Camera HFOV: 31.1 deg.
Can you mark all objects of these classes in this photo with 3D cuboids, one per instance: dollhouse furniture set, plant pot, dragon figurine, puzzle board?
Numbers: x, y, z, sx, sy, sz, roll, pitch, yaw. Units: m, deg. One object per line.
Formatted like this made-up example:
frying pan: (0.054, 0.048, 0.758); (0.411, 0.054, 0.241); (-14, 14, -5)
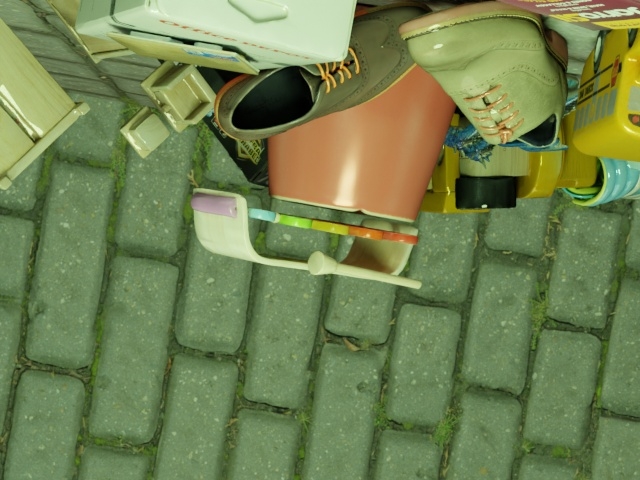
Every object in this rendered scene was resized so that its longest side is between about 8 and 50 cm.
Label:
dollhouse furniture set: (-0.357, -0.163, 1.368); (0.303, 0.355, 0.173); (53, 159, -24)
plant pot: (0.048, -0.157, 1.483); (0.274, 0.243, 0.275); (9, -179, 0)
dragon figurine: (0.293, -0.166, 1.589); (0.289, 0.144, 0.085); (10, -179, 42)
puzzle board: (-0.130, -0.183, 1.113); (0.128, 0.011, 0.096); (10, 179, 10)

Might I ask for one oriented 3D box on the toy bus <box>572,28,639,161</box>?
toy bus: (0.342, -0.159, 1.184); (0.108, 0.130, 0.332); (10, -179, 3)

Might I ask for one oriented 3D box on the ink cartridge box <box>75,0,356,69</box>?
ink cartridge box: (-0.106, -0.243, 1.125); (0.197, 0.114, 0.273); (10, -178, -26)

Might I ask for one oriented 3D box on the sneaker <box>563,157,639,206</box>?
sneaker: (0.485, -0.121, 1.962); (0.208, 0.127, 0.319); (-14, 173, -5)

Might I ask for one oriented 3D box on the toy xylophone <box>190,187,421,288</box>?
toy xylophone: (0.000, 0.000, 1.496); (0.236, 0.081, 0.322); (11, -179, 43)

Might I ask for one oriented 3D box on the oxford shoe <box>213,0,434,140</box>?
oxford shoe: (0.014, -0.179, 1.258); (0.271, 0.097, 0.098); (-29, -166, -2)

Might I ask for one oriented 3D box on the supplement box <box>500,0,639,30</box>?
supplement box: (0.169, -0.209, 0.809); (0.188, 0.081, 0.104); (9, -179, -32)

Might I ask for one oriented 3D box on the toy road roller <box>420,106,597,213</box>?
toy road roller: (0.294, -0.147, 1.844); (0.240, 0.203, 0.329); (-2, -177, -16)

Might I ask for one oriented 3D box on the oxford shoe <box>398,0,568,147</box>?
oxford shoe: (0.197, -0.174, 1.254); (0.123, 0.130, 0.348); (-10, 172, 33)

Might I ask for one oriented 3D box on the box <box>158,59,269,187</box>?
box: (-0.083, -0.189, 1.727); (0.293, 0.073, 0.295); (52, -159, 25)
